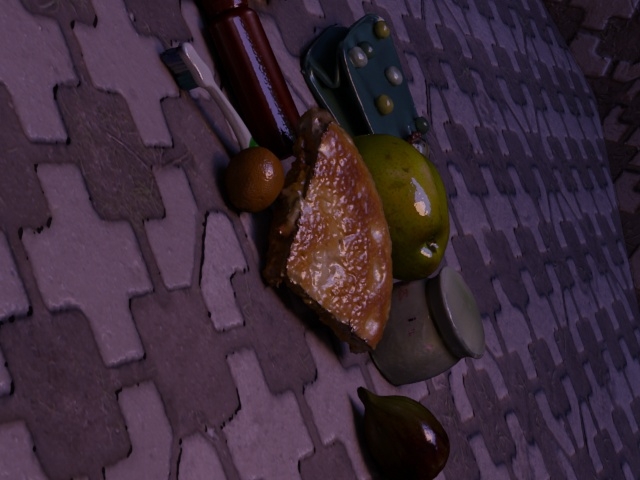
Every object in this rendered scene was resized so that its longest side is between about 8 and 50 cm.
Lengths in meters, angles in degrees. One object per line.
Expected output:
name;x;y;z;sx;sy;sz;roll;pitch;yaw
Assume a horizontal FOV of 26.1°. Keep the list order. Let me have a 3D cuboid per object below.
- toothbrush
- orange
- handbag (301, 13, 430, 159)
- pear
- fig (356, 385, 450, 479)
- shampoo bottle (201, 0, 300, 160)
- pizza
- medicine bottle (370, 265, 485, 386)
toothbrush;-0.077;-0.089;1.787;0.418;0.040;0.042;55;34;-31
orange;-0.082;-0.075;1.717;0.085;0.085;0.085;50;27;-38
handbag;0.092;-0.228;2.242;0.274;0.100;0.269;62;21;-12
pear;0.098;-0.045;1.953;0.187;0.187;0.219;36;20;-54
fig;0.101;0.253;1.817;0.155;0.109;0.103;43;43;9
shampoo bottle;-0.092;-0.233;1.858;0.260;0.064;0.102;67;22;0
pizza;0.000;0.000;1.792;0.226;0.086;0.335;-23;105;-43
medicine bottle;0.150;0.122;1.982;0.147;0.143;0.147;49;27;-37
